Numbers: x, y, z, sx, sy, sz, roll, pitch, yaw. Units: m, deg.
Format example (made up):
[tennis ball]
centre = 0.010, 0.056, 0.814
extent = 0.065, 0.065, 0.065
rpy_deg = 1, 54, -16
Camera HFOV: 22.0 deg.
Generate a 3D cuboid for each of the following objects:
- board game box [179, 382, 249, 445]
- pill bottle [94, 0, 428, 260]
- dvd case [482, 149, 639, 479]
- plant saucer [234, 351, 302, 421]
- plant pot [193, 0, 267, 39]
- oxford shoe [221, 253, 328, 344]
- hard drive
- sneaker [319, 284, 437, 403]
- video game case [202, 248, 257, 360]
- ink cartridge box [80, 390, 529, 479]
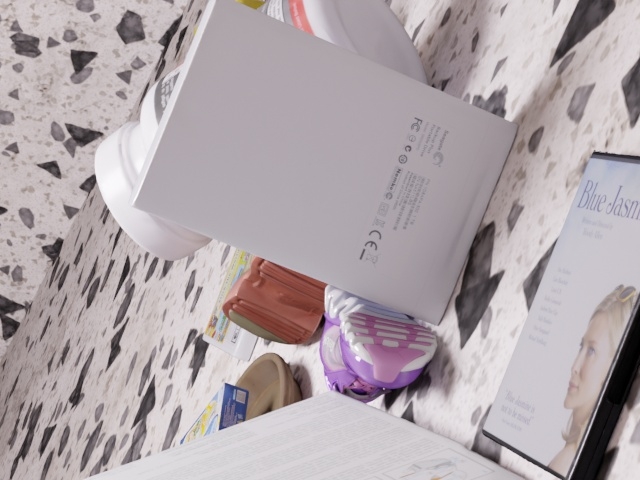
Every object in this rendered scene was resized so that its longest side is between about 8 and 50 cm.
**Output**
[board game box]
centre = -0.135, 0.284, 1.920
extent = 0.136, 0.035, 0.201
rpy_deg = -54, 21, 41
[pill bottle]
centre = -0.073, -0.137, 1.889
extent = 0.363, 0.210, 0.210
rpy_deg = -32, 33, 25
[dvd case]
centre = 0.209, 0.054, 1.271
extent = 0.253, 0.022, 0.180
rpy_deg = -68, 16, -1
[plant saucer]
centre = -0.089, 0.267, 1.927
extent = 0.278, 0.041, 0.278
rpy_deg = -56, 20, 33
[plant pot]
centre = -0.047, -0.183, 2.117
extent = 0.212, 0.212, 0.187
rpy_deg = 167, 110, -71
[oxford shoe]
centre = 0.000, 0.000, 1.820
extent = 0.397, 0.140, 0.146
rpy_deg = -30, 34, 62
[hard drive]
centre = 0.006, -0.072, 1.552
extent = 0.210, 0.319, 0.040
rpy_deg = -68, 16, 1
[sneaker]
centre = 0.047, 0.117, 1.610
extent = 0.236, 0.095, 0.104
rpy_deg = -127, 53, -77
[video game case]
centre = -0.092, 0.045, 2.252
extent = 0.227, 0.026, 0.206
rpy_deg = -70, 16, -2
[ink cartridge box]
centre = -0.030, 0.242, 1.357
extent = 0.385, 0.308, 0.091
rpy_deg = 16, 120, 63
